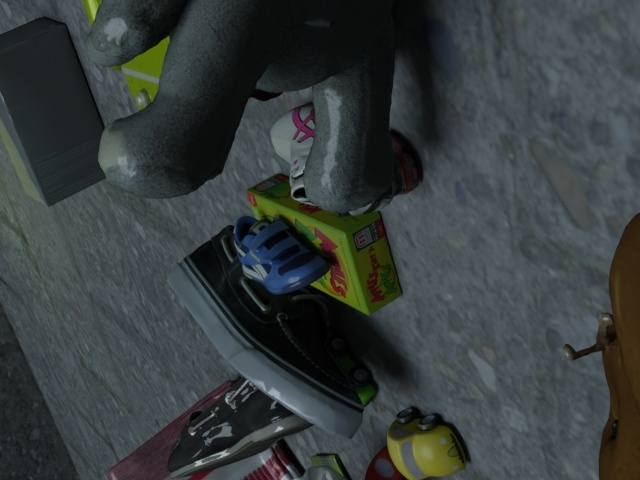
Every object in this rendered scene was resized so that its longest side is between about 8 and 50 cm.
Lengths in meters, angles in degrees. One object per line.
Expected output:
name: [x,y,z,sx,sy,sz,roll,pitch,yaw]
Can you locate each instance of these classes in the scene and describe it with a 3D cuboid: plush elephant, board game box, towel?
plush elephant: [-0.089,-0.199,0.776,0.255,0.272,0.330,23,109,35]
board game box: [0.000,0.000,1.078,0.181,0.043,0.092,25,138,53]
towel: [-0.127,0.393,1.547,0.329,0.237,0.037,52,-179,18]
towel: [0.017,0.307,1.433,0.060,0.009,0.083,61,156,1]

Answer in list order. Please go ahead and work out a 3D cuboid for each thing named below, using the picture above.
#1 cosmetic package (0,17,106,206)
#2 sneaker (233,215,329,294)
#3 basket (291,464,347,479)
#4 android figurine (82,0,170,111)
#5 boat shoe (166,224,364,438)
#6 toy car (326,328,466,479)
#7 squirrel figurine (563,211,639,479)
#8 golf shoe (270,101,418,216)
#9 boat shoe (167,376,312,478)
cosmetic package: [-0.394,-0.183,1.551,0.107,0.127,0.238,23,135,53]
sneaker: [-0.044,0.012,1.059,0.144,0.053,0.059,16,129,56]
basket: [0.027,0.492,1.184,0.328,0.331,0.266,40,172,39]
android figurine: [-0.182,-0.215,1.185,0.248,0.056,0.272,27,138,51]
boat shoe: [-0.052,0.080,1.170,0.335,0.119,0.121,39,-178,42]
toy car: [0.049,0.198,1.190,0.225,0.053,0.239,52,155,18]
squirrel figurine: [0.260,0.148,0.467,0.397,0.281,0.370,60,163,8]
golf shoe: [-0.001,-0.071,0.950,0.186,0.086,0.067,27,142,53]
boat shoe: [-0.107,0.233,1.433,0.335,0.112,0.095,-34,68,48]
